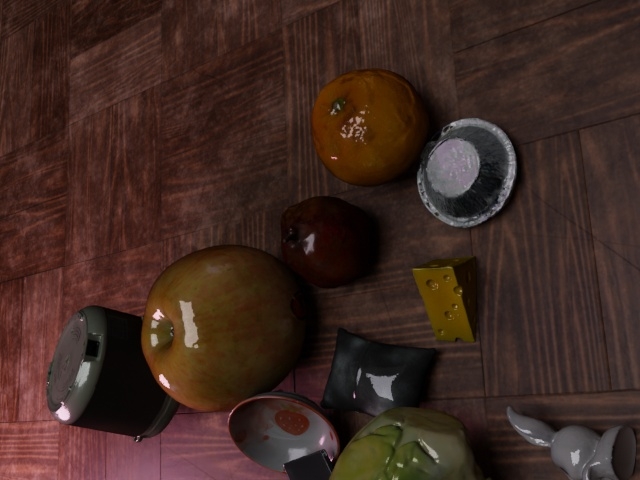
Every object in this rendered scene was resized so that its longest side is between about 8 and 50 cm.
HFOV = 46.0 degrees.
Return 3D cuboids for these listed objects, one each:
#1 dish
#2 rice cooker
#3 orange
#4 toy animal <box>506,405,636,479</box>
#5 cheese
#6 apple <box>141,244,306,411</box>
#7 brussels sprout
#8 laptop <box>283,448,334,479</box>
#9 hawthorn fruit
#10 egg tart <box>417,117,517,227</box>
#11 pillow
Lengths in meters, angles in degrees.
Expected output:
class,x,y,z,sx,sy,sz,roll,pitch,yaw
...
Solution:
class,x,y,z,sx,sy,sz,roll,pitch,yaw
dish,-0.074,0.418,1.717,0.260,0.260,0.085,-30,22,31
rice cooker,-0.520,0.345,1.995,0.335,0.325,0.335,-34,46,45
orange,0.107,-0.244,1.643,0.261,0.261,0.261,-8,76,38
toy animal,0.433,0.375,1.347,0.220,0.103,0.131,2,84,40
cheese,0.266,0.127,1.552,0.093,0.126,0.171,-3,98,33
apple,-0.234,0.202,1.773,0.391,0.346,0.392,-5,82,43
brussels sprout,0.167,0.480,1.452,0.344,0.344,0.268,-62,18,13
laptop,0.000,0.565,1.689,0.129,0.016,0.180,-29,84,32
hawthorn fruit,0.000,0.000,1.679,0.208,0.248,0.208,-7,77,34
egg tart,0.295,-0.143,1.566,0.234,0.094,0.234,-6,80,37
pillow,0.119,0.296,1.619,0.249,0.106,0.186,6,79,37
